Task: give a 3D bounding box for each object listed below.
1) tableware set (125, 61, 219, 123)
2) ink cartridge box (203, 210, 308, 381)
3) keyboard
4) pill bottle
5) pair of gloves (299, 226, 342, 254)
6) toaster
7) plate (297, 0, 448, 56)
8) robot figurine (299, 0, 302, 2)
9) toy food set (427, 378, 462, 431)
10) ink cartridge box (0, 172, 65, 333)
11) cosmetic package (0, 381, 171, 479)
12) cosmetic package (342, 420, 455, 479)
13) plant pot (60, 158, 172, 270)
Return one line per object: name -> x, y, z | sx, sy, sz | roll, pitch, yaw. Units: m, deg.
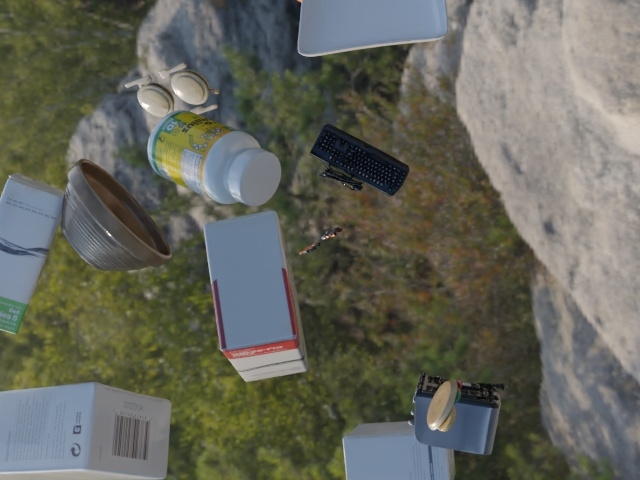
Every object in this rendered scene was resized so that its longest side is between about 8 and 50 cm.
tableware set -> -0.316, -0.325, 1.965 | 0.194, 0.039, 0.128 | -11, 130, 36
ink cartridge box -> -0.094, 0.096, 1.404 | 0.273, 0.114, 0.197 | 79, -179, -72
keyboard -> 0.072, -0.144, 1.769 | 0.100, 0.192, 0.038 | -63, 0, 9
pill bottle -> -0.165, -0.126, 1.418 | 0.208, 0.118, 0.117 | 25, 120, 37
pair of gloves -> 0.000, 0.000, 1.612 | 0.010, 0.083, 0.074 | 57, 166, -6
toaster -> 0.269, 0.334, 1.757 | 0.168, 0.186, 0.110 | -21, -62, -80
plate -> 0.101, -0.458, 1.706 | 0.045, 0.277, 0.278 | 67, -159, -56
robot figurine -> 0.014, -0.583, 1.951 | 0.128, 0.219, 0.158 | -35, 76, 62
toy food set -> 0.183, 0.241, 1.324 | 0.082, 0.020, 0.083 | -66, 7, -18
ink cartridge box -> -0.580, 0.019, 1.723 | 0.198, 0.115, 0.272 | -156, 87, -75
cosmetic package -> -0.546, 0.392, 1.790 | 0.453, 0.230, 0.161 | -10, 68, 27
cosmetic package -> 0.182, 0.486, 2.028 | 0.224, 0.225, 0.138 | 17, -111, -77
plant pot -> -0.385, -0.024, 1.616 | 0.237, 0.110, 0.237 | 50, -176, -5
